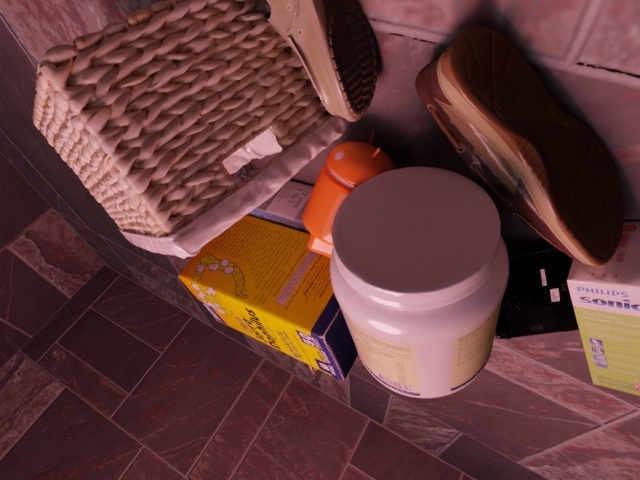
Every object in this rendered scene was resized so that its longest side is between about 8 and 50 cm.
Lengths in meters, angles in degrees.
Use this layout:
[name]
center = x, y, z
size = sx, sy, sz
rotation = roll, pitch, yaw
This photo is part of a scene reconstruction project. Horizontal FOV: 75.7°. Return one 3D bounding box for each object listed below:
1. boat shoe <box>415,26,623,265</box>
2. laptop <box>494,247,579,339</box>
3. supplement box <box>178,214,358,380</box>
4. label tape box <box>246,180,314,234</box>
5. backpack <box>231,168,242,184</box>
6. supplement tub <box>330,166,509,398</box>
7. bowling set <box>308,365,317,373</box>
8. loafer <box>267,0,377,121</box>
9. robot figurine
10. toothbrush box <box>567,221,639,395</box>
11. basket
[boat shoe]
center = 0.250, -0.101, 0.529
size = 0.342, 0.123, 0.123
rotation = 42, 165, -14
[laptop]
center = 0.345, 0.069, 0.788
size = 0.265, 0.136, 0.234
rotation = -14, 130, 23
[supplement box]
center = -0.077, 0.106, 0.868
size = 0.357, 0.195, 0.194
rotation = 17, 147, 29
[label tape box]
center = 0.000, 0.000, 0.948
size = 0.348, 0.115, 0.249
rotation = 16, 148, 26
[backpack]
center = -0.258, -0.154, 0.911
size = 0.182, 0.152, 0.115
rotation = 48, 150, 10
[supplement tub]
center = 0.146, 0.076, 0.617
size = 0.236, 0.235, 0.324
rotation = 19, 150, 28
[bowling set]
center = 0.035, 0.240, 1.225
size = 0.200, 0.286, 0.154
rotation = -8, 149, 6
[loafer]
center = -0.007, -0.282, 0.534
size = 0.092, 0.102, 0.268
rotation = 7, 132, 44
[robot figurine]
center = 0.048, -0.074, 0.701
size = 0.128, 0.158, 0.219
rotation = 42, 123, 28
[toothbrush box]
center = 0.494, 0.112, 0.577
size = 0.206, 0.122, 0.283
rotation = 3, 140, 45
[basket]
center = -0.210, -0.177, 0.643
size = 0.332, 0.328, 0.266
rotation = 3, 131, 55
